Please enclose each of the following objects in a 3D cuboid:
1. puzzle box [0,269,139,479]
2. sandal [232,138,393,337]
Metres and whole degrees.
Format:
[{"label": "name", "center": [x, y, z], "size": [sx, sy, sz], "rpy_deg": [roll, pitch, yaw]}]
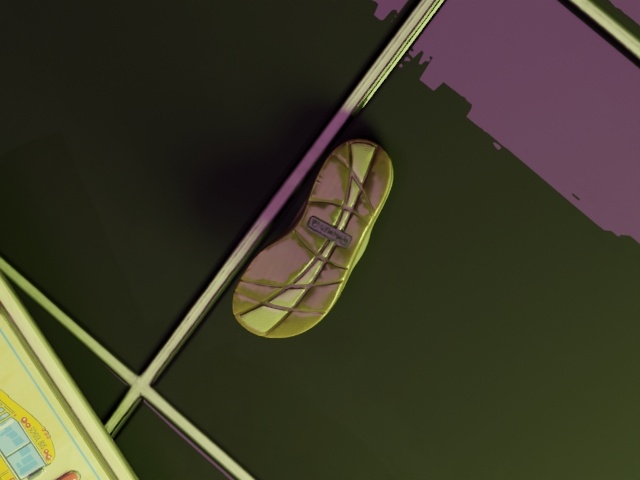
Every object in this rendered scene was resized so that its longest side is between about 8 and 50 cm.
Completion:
[{"label": "puzzle box", "center": [-0.313, 0.193, 1.504], "size": [0.272, 0.052, 0.409], "rpy_deg": [-33, 103, -4]}, {"label": "sandal", "center": [0.000, 0.000, 1.417], "size": [0.072, 0.049, 0.180], "rpy_deg": [33, 102, 3]}]
